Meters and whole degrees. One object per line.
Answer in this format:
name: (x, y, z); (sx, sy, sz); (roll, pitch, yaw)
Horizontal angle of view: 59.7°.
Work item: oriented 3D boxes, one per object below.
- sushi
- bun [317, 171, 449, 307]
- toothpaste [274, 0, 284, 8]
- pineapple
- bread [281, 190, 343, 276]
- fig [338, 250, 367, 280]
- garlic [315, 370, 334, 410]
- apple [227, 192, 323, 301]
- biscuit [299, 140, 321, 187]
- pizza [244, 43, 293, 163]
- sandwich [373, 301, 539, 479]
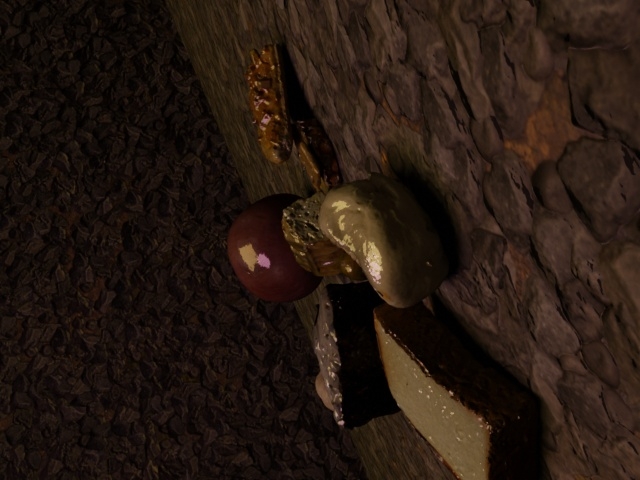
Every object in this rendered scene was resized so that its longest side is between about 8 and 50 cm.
sushi: (0.093, 0.215, 1.145); (0.234, 0.208, 0.348); (-107, 9, -48)
bun: (0.100, -0.009, 0.842); (0.229, 0.145, 0.229); (41, -174, -5)
toothpaste: (-0.139, -0.573, 1.087); (0.266, 0.061, 0.096); (57, 165, 18)
pineapple: (-0.004, -0.177, 1.232); (0.221, 0.047, 0.221); (62, 171, 17)
bread: (0.000, 0.000, 1.283); (0.152, 0.130, 0.267); (27, 164, 16)
fig: (0.080, 0.037, 1.178); (0.084, 0.082, 0.098); (-75, -6, -57)
garlic: (0.112, 0.379, 1.540); (0.212, 0.218, 0.218); (27, -168, -30)
apple: (-0.116, 0.021, 1.514); (0.306, 0.235, 0.305); (20, -113, -62)
biscuit: (-0.022, -0.159, 1.172); (0.081, 0.018, 0.083); (62, 171, 14)
pizza: (-0.118, -0.283, 1.299); (0.258, 0.087, 0.268); (124, 137, -81)
sandwich: (0.212, 0.264, 0.889); (0.301, 0.099, 0.271); (43, 158, 50)
